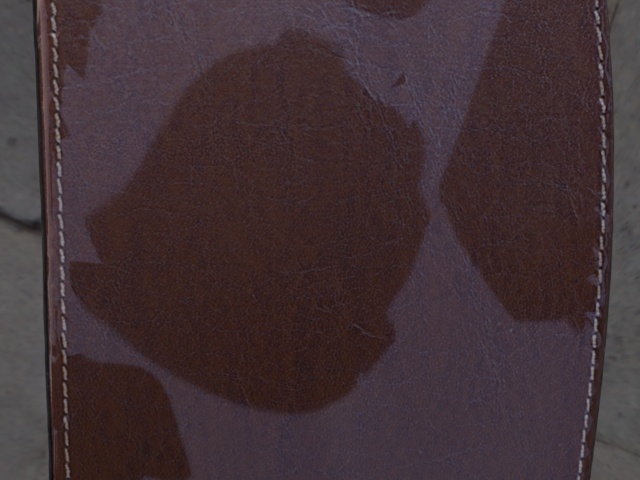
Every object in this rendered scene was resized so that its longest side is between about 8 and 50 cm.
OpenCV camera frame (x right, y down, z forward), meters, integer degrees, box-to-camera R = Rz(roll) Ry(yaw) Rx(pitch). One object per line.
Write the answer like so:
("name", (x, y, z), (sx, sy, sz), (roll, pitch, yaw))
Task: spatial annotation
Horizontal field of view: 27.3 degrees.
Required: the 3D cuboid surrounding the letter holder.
("letter holder", (0.000, 0.000, 0.556), (0.214, 0.152, 0.301), (-1, 102, -3))
